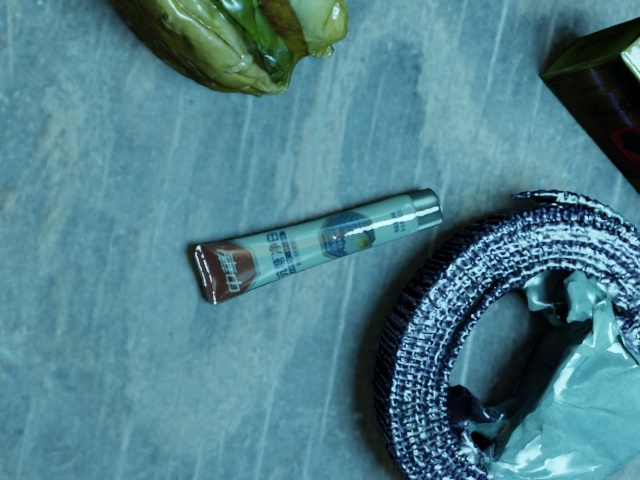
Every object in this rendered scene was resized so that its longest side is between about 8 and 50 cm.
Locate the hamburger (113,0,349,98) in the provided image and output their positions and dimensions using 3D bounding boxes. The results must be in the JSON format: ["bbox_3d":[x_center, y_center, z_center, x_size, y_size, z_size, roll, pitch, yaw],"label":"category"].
[{"bbox_3d":[-0.115,-0.267,0.654,0.162,0.209,0.330,-38,97,-6],"label":"hamburger"}]

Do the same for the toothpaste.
[{"bbox_3d":[0.000,0.000,0.779,0.239,0.039,0.062,-17,103,-7],"label":"toothpaste"}]

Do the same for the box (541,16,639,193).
[{"bbox_3d":[0.336,-0.098,0.771,0.071,0.159,0.240,-44,101,-3],"label":"box"}]

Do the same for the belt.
[{"bbox_3d":[0.194,0.117,0.780,0.260,0.122,0.325,37,88,-6],"label":"belt"}]
